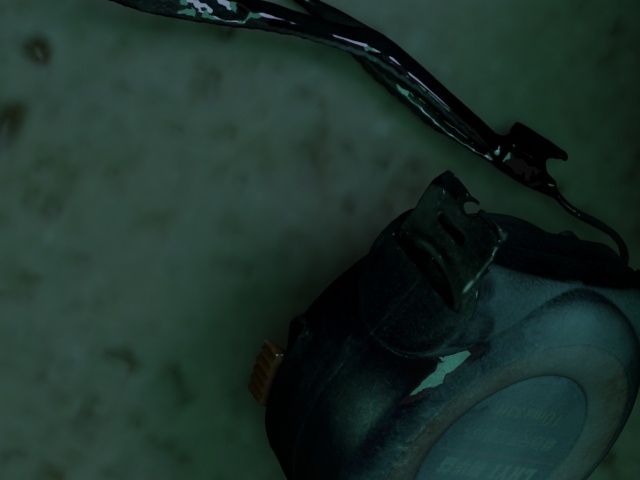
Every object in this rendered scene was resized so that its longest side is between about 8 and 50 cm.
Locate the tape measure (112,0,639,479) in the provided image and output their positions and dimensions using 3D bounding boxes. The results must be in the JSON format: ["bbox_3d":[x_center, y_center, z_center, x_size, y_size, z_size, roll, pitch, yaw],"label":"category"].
[{"bbox_3d":[0.002,-0.001,0.542,0.180,0.104,0.107,45,113,22],"label":"tape measure"}]
